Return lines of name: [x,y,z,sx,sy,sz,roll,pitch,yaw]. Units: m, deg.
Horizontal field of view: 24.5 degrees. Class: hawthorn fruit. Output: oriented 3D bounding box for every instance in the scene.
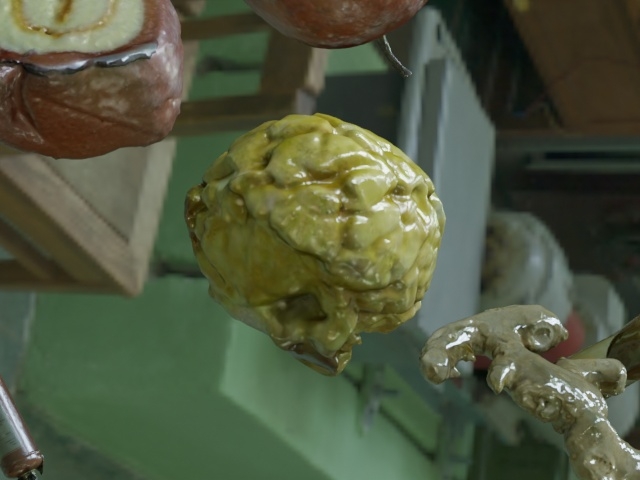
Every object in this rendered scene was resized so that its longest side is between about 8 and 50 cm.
hawthorn fruit: [0.021,-0.302,1.460,0.231,0.263,0.235,-53,177,25]

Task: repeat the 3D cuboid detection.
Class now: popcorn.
popcorn: [0.000,-0.017,2.153,0.354,0.344,0.390,-26,140,-34]

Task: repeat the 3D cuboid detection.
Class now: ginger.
ginger: [0.218,0.134,1.281,0.149,0.258,0.065,-45,160,-42]

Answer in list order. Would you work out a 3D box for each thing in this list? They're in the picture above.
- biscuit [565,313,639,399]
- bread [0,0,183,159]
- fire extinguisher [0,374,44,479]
biscuit: [0.370,0.088,1.507,0.290,0.237,0.062,-23,79,-29]
bread: [-0.214,-0.179,1.279,0.123,0.190,0.244,102,-18,-45]
fire extinguisher: [-0.349,0.210,1.634,0.050,0.062,0.177,-23,79,-28]
